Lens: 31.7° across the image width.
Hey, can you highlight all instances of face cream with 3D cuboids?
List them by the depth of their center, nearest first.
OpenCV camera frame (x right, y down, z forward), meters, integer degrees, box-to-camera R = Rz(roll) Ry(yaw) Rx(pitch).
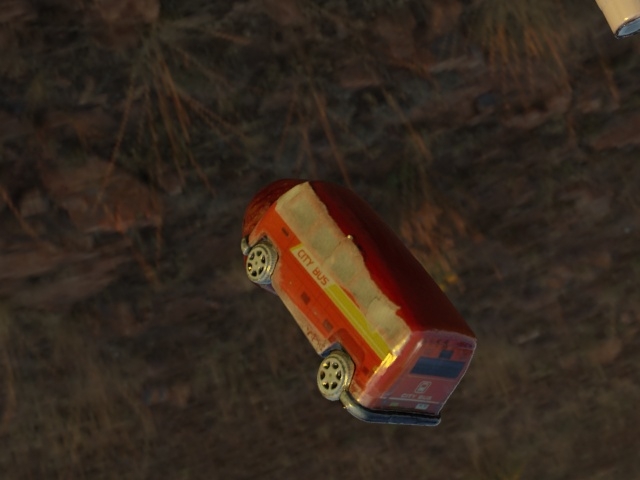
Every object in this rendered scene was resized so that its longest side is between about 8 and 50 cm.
[{"bbox_3d":[0.368,-0.386,1.495,0.058,0.243,0.092,-11,162,-36],"label":"face cream"}]

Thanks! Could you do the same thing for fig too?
[{"bbox_3d":[-0.003,0.000,1.516,0.207,0.175,0.175,7,154,-4],"label":"fig"}]

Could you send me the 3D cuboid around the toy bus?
[{"bbox_3d":[0.032,0.048,1.056,0.121,0.265,0.120,12,121,-42],"label":"toy bus"}]
